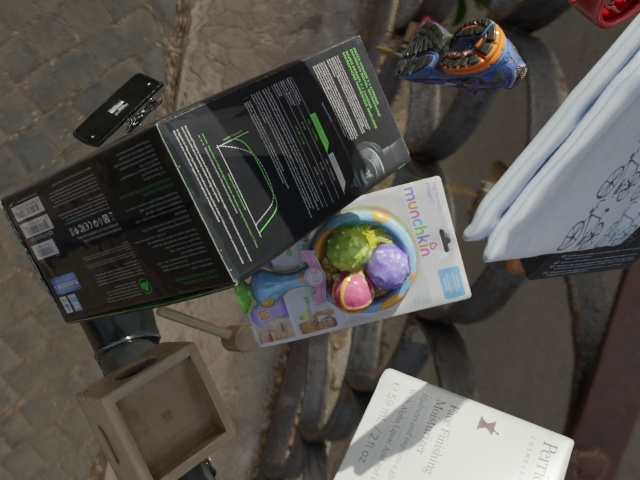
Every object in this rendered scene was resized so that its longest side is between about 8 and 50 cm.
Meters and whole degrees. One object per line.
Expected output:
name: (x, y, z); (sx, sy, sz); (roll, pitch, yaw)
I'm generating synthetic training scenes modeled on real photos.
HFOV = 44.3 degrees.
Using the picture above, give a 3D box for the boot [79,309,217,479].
boot: (-0.280, 0.228, 1.215); (0.146, 0.445, 0.367); (-21, 145, -7)

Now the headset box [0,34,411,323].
headset box: (-0.092, -0.060, 0.717); (0.283, 0.246, 0.131); (-38, 107, -46)

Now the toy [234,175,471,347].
toy: (0.023, 0.033, 0.807); (0.237, 0.056, 0.137); (-14, 107, 13)

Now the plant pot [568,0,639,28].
plant pot: (0.405, -0.427, 1.114); (0.191, 0.191, 0.174); (-38, 66, 0)

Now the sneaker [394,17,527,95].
sneaker: (0.166, -0.213, 0.963); (0.087, 0.221, 0.083); (30, 91, -27)

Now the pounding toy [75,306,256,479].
pounding toy: (-0.175, 0.163, 0.937); (0.206, 0.094, 0.181); (-31, 102, -36)

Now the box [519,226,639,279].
box: (0.631, -0.101, 1.722); (0.293, 0.395, 0.212); (-5, 63, -21)

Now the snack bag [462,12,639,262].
snack bag: (0.281, -0.120, 0.579); (0.323, 0.037, 0.342); (0, 132, -54)

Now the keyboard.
keyboard: (-0.377, -0.240, 1.513); (0.192, 0.100, 0.038); (-50, 151, -22)

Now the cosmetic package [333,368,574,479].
cosmetic package: (0.114, 0.244, 0.730); (0.184, 0.151, 0.151); (18, 144, 16)
